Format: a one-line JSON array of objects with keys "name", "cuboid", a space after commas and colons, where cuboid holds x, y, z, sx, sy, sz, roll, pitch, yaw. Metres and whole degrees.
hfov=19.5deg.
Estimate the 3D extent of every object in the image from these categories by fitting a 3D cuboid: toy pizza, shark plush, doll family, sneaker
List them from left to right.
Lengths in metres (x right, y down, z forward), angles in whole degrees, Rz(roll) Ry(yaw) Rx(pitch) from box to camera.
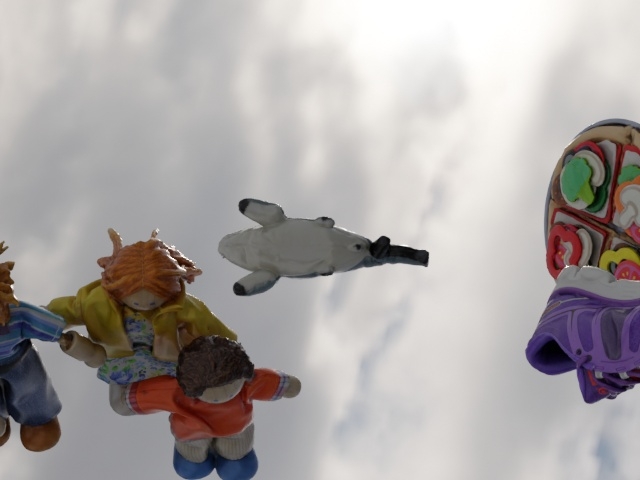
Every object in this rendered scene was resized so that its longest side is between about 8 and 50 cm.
[{"name": "doll family", "cuboid": [-0.146, 0.061, 1.002, 0.163, 0.263, 0.118, 94, -14, -61]}, {"name": "shark plush", "cuboid": [0.000, 0.000, 1.419, 0.067, 0.161, 0.073, 39, 42, -80]}, {"name": "toy pizza", "cuboid": [0.261, -0.010, 1.689, 0.201, 0.032, 0.201, 8, -81, 57]}, {"name": "sneaker", "cuboid": [0.173, 0.060, 0.995, 0.071, 0.068, 0.170, -54, -158, -17]}]
